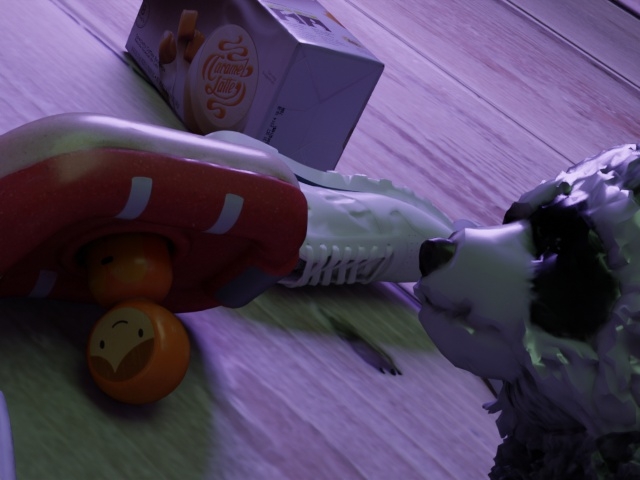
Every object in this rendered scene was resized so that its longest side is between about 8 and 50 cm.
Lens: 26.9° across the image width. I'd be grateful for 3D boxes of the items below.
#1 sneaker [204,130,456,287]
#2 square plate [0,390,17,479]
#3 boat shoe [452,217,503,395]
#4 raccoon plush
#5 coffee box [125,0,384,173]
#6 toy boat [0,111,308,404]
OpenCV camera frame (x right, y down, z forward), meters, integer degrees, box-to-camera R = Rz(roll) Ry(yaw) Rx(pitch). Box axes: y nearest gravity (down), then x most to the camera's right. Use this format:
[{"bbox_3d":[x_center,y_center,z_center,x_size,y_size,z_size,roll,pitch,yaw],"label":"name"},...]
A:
[{"bbox_3d":[0.000,0.000,1.012,0.235,0.090,0.094,14,39,-20],"label":"sneaker"},{"bbox_3d":[-0.251,0.120,0.391,0.344,0.049,0.347,3,25,-20],"label":"square plate"},{"bbox_3d":[0.155,0.069,1.033,0.070,0.077,0.219,11,36,-32],"label":"boat shoe"},{"bbox_3d":[0.215,0.150,0.604,0.446,0.299,0.216,36,-20,-21],"label":"raccoon plush"},{"bbox_3d":[-0.065,-0.164,1.186,0.098,0.141,0.246,7,31,-38],"label":"coffee box"},{"bbox_3d":[-0.114,0.023,0.788,0.231,0.151,0.151,9,58,-36],"label":"toy boat"}]
